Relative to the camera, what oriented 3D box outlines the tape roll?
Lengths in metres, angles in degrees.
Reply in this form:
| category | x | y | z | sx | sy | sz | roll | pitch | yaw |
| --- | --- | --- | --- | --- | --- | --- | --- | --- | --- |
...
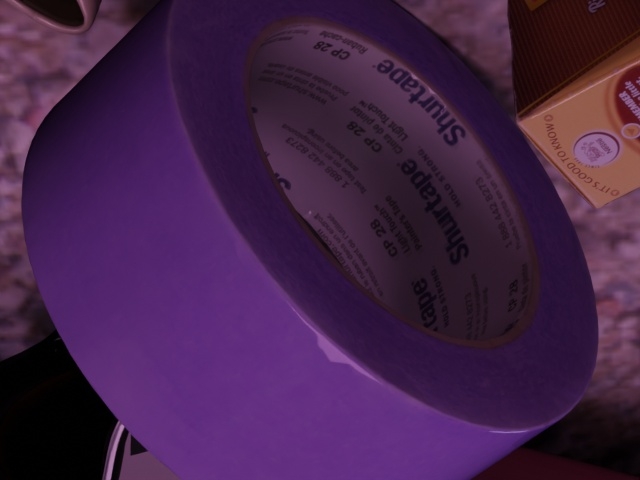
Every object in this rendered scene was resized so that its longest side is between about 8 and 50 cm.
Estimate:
| category | x | y | z | sx | sy | sz | roll | pitch | yaw |
| --- | --- | --- | --- | --- | --- | --- | --- | --- | --- |
| tape roll | 0.000 | 0.000 | 0.622 | 0.189 | 0.189 | 0.080 | 32 | 127 | -25 |

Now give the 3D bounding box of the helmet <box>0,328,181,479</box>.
| category | x | y | z | sx | sy | sz | roll | pitch | yaw |
| --- | --- | --- | --- | --- | --- | --- | --- | --- | --- |
| helmet | -0.058 | 0.088 | 0.729 | 0.169 | 0.169 | 0.161 | 29 | 112 | -23 |

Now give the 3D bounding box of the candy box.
| category | x | y | z | sx | sy | sz | roll | pitch | yaw |
| --- | --- | --- | --- | --- | --- | --- | --- | --- | --- |
| candy box | 0.147 | -0.098 | 0.576 | 0.187 | 0.109 | 0.053 | -30 | 126 | 26 |

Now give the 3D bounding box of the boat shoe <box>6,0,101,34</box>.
| category | x | y | z | sx | sy | sz | roll | pitch | yaw |
| --- | --- | --- | --- | --- | --- | --- | --- | --- | --- |
| boat shoe | -0.125 | -0.119 | 0.614 | 0.137 | 0.043 | 0.049 | 37 | 127 | -27 |

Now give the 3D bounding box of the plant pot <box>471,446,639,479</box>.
| category | x | y | z | sx | sy | sz | roll | pitch | yaw |
| --- | --- | --- | --- | --- | --- | --- | --- | --- | --- |
| plant pot | 0.100 | 0.175 | 0.798 | 0.180 | 0.201 | 0.201 | 26 | 131 | 0 |
